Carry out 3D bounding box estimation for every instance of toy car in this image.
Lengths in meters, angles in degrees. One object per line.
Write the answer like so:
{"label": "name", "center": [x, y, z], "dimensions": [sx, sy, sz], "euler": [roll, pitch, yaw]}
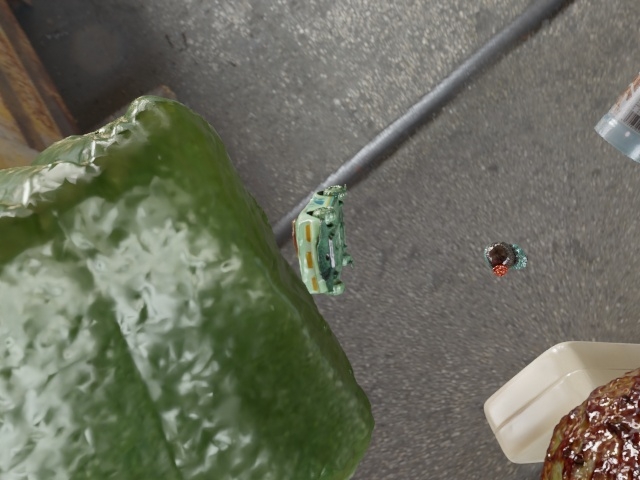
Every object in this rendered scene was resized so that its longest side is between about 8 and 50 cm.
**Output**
{"label": "toy car", "center": [0.000, 0.000, 0.901], "dimensions": [0.058, 0.186, 0.093], "euler": [-6, 104, 8]}

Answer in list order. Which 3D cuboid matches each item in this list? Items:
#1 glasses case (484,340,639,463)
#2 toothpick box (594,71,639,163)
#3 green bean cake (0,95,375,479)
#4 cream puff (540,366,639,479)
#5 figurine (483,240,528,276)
{"label": "glasses case", "center": [0.352, 0.188, 1.010], "dimensions": [0.144, 0.336, 0.076], "euler": [-51, 48, 36]}
{"label": "toothpick box", "center": [0.497, -0.201, 1.290], "dimensions": [0.101, 0.101, 0.153], "euler": [43, 113, 19]}
{"label": "green bean cake", "center": [-0.104, 0.065, 0.439], "dimensions": [0.125, 0.222, 0.248], "euler": [10, 125, 51]}
{"label": "cream puff", "center": [0.131, 0.125, 0.338], "dimensions": [0.084, 0.149, 0.149], "euler": [-8, 78, 4]}
{"label": "figurine", "center": [0.311, 0.031, 1.437], "dimensions": [0.047, 0.106, 0.060], "euler": [-26, 73, 34]}
